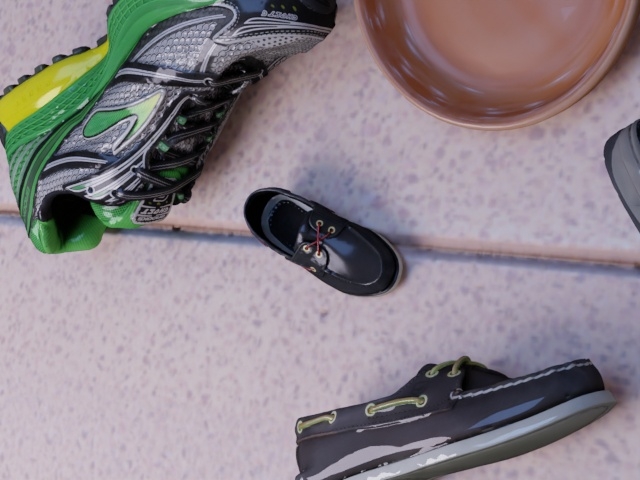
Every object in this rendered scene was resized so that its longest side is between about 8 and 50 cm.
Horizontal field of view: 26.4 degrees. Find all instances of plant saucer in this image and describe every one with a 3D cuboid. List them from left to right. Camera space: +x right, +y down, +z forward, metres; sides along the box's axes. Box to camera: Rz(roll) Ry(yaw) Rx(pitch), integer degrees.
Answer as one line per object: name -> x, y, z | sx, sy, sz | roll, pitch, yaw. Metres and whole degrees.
plant saucer -> 0.112, -0.169, 0.855 | 0.200, 0.037, 0.200 | 6, 100, 33

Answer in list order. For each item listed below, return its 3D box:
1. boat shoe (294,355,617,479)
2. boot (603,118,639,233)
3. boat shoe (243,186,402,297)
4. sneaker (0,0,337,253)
boat shoe -> 0.070, 0.108, 0.822 | 0.227, 0.081, 0.069 | -27, 67, 35
boot -> 0.263, -0.007, 0.658 | 0.178, 0.085, 0.236 | -44, 66, 33
boat shoe -> -0.001, 0.002, 0.935 | 0.133, 0.042, 0.049 | 30, 97, 39
sneaker -> -0.108, -0.092, 1.006 | 0.343, 0.134, 0.146 | -30, 68, 41
